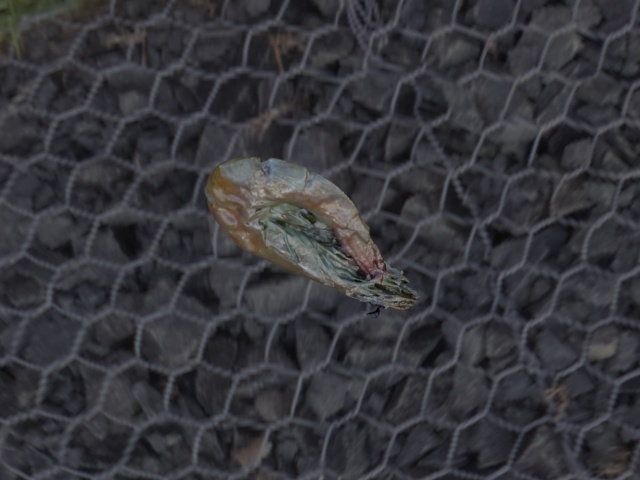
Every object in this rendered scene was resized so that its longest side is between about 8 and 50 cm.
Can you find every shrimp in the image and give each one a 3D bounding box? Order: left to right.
[{"bbox_3d":[0.000,0.000,1.065,0.190,0.101,0.042,35,50,-26],"label":"shrimp"}]
